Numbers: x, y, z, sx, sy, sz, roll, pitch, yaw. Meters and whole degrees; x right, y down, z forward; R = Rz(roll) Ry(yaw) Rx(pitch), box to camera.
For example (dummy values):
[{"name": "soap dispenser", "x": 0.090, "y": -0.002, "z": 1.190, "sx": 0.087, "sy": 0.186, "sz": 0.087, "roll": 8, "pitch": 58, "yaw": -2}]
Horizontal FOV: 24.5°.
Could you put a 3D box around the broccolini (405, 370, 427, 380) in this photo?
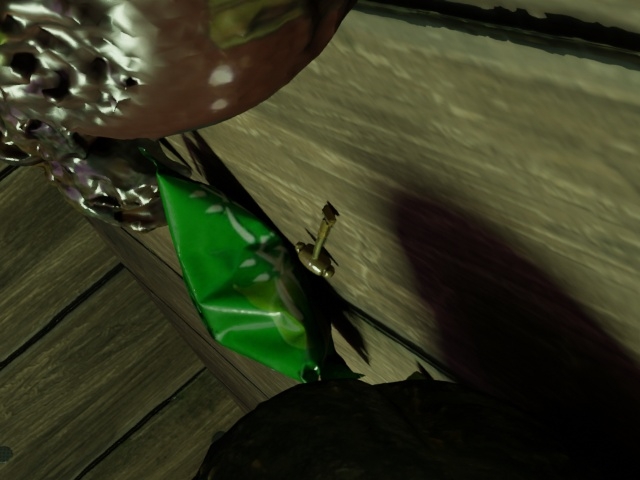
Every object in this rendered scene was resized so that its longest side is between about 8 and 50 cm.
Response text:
[{"name": "broccolini", "x": 0.121, "y": 0.158, "z": 0.824, "sx": 0.239, "sy": 0.051, "sz": 0.054, "roll": 52, "pitch": 179, "yaw": 33}]

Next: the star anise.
[{"name": "star anise", "x": -0.207, "y": -0.093, "z": 1.157, "sx": 0.236, "sy": 0.109, "sz": 0.223, "roll": 46, "pitch": 174, "yaw": 11}]

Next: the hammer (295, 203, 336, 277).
[{"name": "hammer", "x": 0.000, "y": 0.000, "z": 0.820, "sx": 0.029, "sy": 0.014, "sz": 0.123, "roll": 40, "pitch": 169, "yaw": 5}]

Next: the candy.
[{"name": "candy", "x": -0.053, "y": 0.029, "z": 0.998, "sx": 0.203, "sy": 0.078, "sz": 0.141, "roll": 54, "pitch": 171, "yaw": 8}]

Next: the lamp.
[{"name": "lamp", "x": -0.065, "y": -0.087, "z": 0.341, "sx": 0.157, "sy": 0.135, "sz": 0.156, "roll": 36, "pitch": 149, "yaw": -8}]

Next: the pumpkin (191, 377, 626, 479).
[{"name": "pumpkin", "x": 0.039, "y": 0.213, "z": 0.643, "sx": 0.257, "sy": 0.292, "sz": 0.328, "roll": 28, "pitch": 172, "yaw": 25}]
